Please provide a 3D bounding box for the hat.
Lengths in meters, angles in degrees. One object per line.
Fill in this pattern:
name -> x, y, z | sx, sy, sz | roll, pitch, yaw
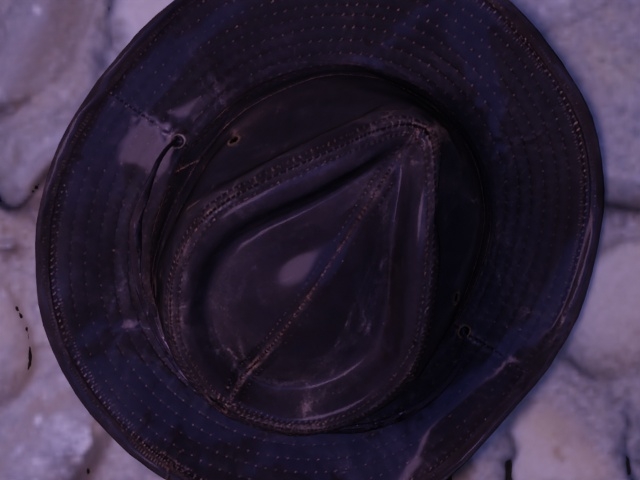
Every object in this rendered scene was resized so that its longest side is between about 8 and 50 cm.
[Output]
hat -> 0.000, 0.000, 0.748 | 0.331, 0.134, 0.331 | 0, 94, 0
